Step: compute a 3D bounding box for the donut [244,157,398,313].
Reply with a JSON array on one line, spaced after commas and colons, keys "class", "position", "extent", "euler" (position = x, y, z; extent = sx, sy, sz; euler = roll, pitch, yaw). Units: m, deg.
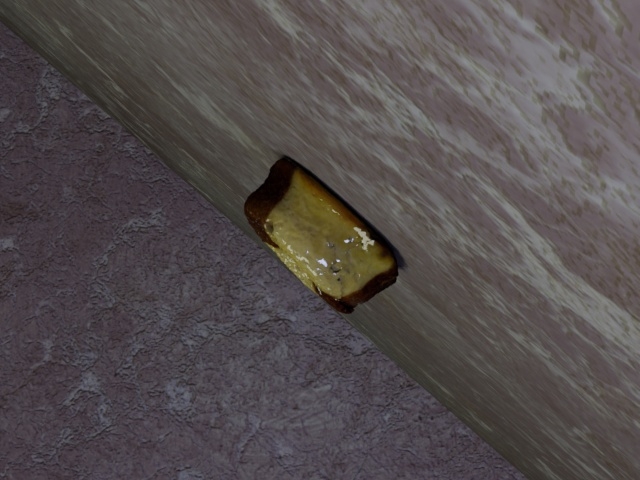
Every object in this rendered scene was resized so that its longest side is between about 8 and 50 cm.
[{"class": "donut", "position": [0.000, 0.000, 0.883], "extent": [0.140, 0.059, 0.140], "euler": [44, 175, 5]}]
